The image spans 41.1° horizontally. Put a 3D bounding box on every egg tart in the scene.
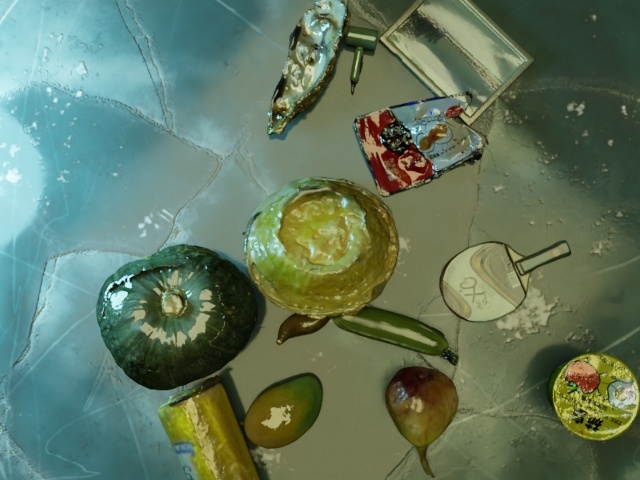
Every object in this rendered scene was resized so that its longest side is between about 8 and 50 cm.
[{"bbox_3d":[0.000,0.000,1.822,0.345,0.132,0.345,0,72,1],"label":"egg tart"}]

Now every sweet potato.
[{"bbox_3d":[0.000,0.154,1.890,0.249,0.059,0.069,-38,122,-13],"label":"sweet potato"}]

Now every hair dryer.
[{"bbox_3d":[0.083,-0.405,1.926,0.071,0.047,0.150,11,98,4],"label":"hair dryer"}]

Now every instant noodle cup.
[{"bbox_3d":[0.571,0.327,1.826,0.182,0.144,0.182,0,86,1],"label":"instant noodle cup"}]

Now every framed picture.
[{"bbox_3d":[0.307,-0.432,1.928,0.289,0.016,0.213,45,89,3],"label":"framed picture"}]

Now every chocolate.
[{"bbox_3d":[-0.196,0.518,1.824,0.162,0.162,0.445,-24,88,0],"label":"chocolate"}]

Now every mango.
[{"bbox_3d":[-0.077,0.374,1.867,0.130,0.092,0.195,44,80,5],"label":"mango"}]

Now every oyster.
[{"bbox_3d":[-0.034,-0.387,1.911,0.128,0.078,0.345,25,90,23],"label":"oyster"}]

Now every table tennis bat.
[{"bbox_3d":[0.414,0.075,1.903,0.301,0.022,0.173,-22,88,2],"label":"table tennis bat"}]

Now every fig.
[{"bbox_3d":[0.224,0.400,1.846,0.159,0.159,0.257,-9,107,1],"label":"fig"}]

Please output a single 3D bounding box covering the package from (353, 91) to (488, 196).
[{"bbox_3d":[0.228,-0.226,1.902,0.269,0.071,0.194,-21,85,13],"label":"package"}]

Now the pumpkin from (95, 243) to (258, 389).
[{"bbox_3d":[-0.299,0.153,1.798,0.327,0.257,0.291,-31,80,-5],"label":"pumpkin"}]

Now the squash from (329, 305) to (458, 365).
[{"bbox_3d":[0.154,0.196,1.871,0.318,0.071,0.080,19,46,0],"label":"squash"}]
